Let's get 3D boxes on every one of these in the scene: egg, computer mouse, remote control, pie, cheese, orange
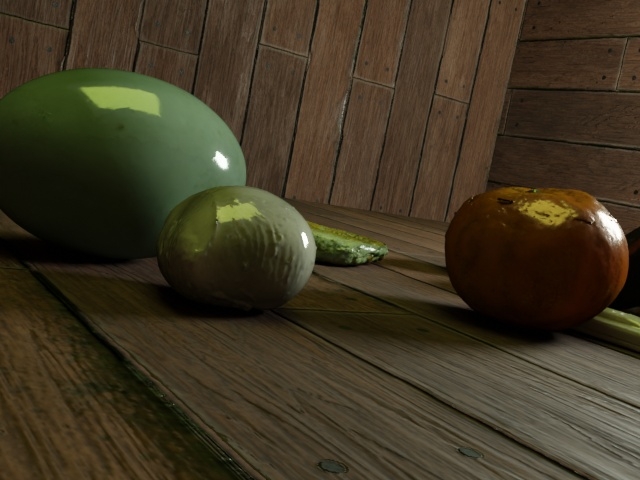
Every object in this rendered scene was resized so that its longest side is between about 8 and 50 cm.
[{"bbox_3d":[-0.294,-0.110,1.088,0.389,0.276,0.276,5,8,-29],"label":"egg"},{"bbox_3d":[0.594,0.067,1.401,0.183,0.116,0.323,-20,-23,-7],"label":"computer mouse"},{"bbox_3d":[0.492,0.143,1.213,0.090,0.049,0.230,2,12,-43],"label":"remote control"},{"bbox_3d":[0.000,0.000,1.605,0.323,0.070,0.323,14,5,-1],"label":"pie"},{"bbox_3d":[-0.103,0.007,0.938,0.189,0.154,0.198,14,4,-22],"label":"cheese"},{"bbox_3d":[0.340,0.025,1.189,0.284,0.226,0.284,4,11,-1],"label":"orange"}]

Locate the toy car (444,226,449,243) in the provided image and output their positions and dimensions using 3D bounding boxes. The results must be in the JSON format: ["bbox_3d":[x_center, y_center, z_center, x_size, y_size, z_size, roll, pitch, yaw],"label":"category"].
[{"bbox_3d":[0.482,0.020,1.747,0.359,0.176,0.213,3,-19,-5],"label":"toy car"}]

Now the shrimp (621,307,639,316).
[{"bbox_3d":[0.745,0.148,1.578,0.294,0.062,0.154,13,0,34],"label":"shrimp"}]
